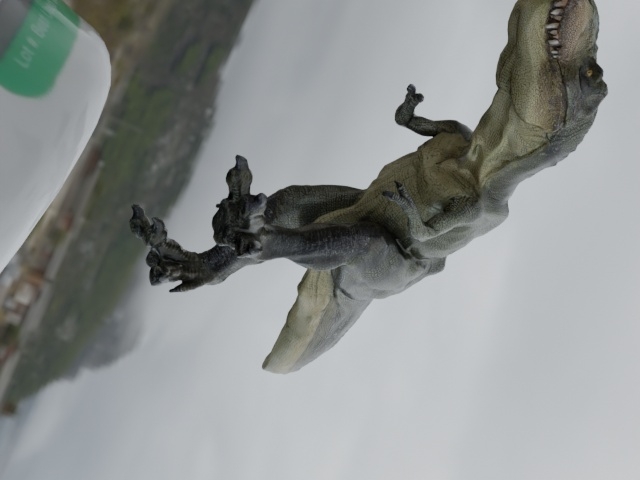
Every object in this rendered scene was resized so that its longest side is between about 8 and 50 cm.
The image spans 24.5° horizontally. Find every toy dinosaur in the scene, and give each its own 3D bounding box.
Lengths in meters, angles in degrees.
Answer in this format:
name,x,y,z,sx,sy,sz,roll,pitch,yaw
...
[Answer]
name,x,y,z,sx,sy,sz,roll,pitch,yaw
toy dinosaur,0.000,0.000,0.559,0.268,0.118,0.064,-45,-130,48

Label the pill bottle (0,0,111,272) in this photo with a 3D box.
name,x,y,z,sx,sy,sz,roll,pitch,yaw
pill bottle,-0.265,-0.098,0.479,0.204,0.361,0.204,-42,-159,21
